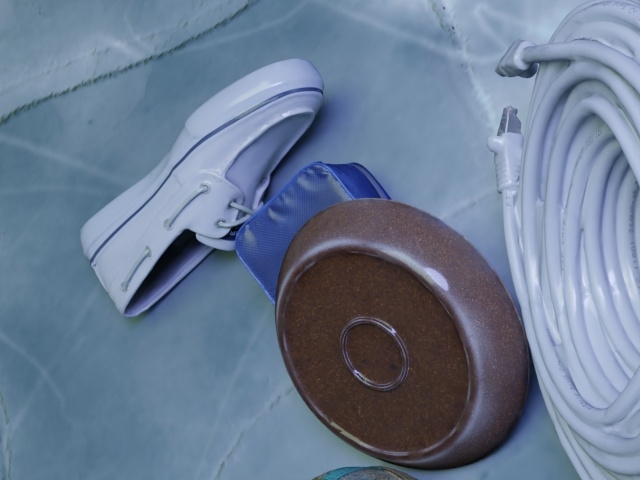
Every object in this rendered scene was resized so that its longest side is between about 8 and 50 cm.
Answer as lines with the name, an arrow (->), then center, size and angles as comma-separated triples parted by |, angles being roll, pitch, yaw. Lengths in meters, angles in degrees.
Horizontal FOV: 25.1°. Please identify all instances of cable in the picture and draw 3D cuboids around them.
cable -> 0.163, 0.008, 0.667 | 0.257, 0.089, 0.257 | 156, 109, -78

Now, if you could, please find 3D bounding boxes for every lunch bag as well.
lunch bag -> 0.000, 0.000, 0.891 | 0.098, 0.065, 0.067 | -41, 74, 22

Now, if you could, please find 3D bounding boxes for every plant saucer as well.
plant saucer -> 0.037, 0.059, 0.812 | 0.168, 0.029, 0.168 | 15, 118, 30

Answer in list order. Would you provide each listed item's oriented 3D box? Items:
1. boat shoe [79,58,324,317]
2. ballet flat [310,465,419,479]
boat shoe -> -0.068, -0.028, 0.953 | 0.226, 0.083, 0.076 | -40, 67, 35
ballet flat -> 0.010, 0.293, 0.763 | 0.123, 0.123, 0.348 | -9, 72, 35
